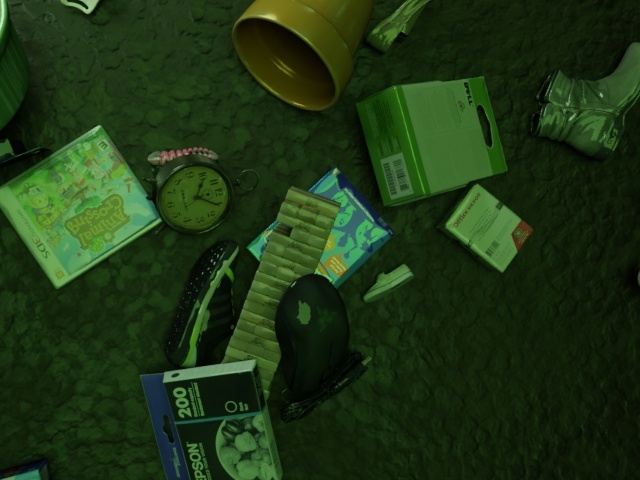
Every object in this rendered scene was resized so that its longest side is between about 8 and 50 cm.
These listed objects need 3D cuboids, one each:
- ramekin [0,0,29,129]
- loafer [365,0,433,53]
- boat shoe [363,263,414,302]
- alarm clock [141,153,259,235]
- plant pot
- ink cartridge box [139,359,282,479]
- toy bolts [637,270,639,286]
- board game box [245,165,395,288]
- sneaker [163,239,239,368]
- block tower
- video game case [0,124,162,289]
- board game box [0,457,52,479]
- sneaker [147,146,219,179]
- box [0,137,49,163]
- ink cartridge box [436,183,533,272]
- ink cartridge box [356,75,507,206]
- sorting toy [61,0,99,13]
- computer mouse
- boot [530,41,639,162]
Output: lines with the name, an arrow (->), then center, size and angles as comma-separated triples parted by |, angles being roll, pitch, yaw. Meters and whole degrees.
ramekin -> -0.593, -0.269, 1.206 | 0.303, 0.148, 0.304 | -1, 64, 2
loafer -> 0.146, -0.385, 1.420 | 0.148, 0.056, 0.050 | -39, 96, 3
boat shoe -> 0.115, 0.074, 1.419 | 0.100, 0.035, 0.035 | -31, 66, -4
alarm clock -> -0.194, -0.083, 1.340 | 0.191, 0.064, 0.130 | -14, 119, -13
plant pot -> -0.010, -0.353, 1.333 | 0.205, 0.205, 0.188 | 37, 69, -7
ink cartridge box -> -0.183, 0.307, 1.308 | 0.208, 0.045, 0.207 | -9, 103, 13
toy bolts -> 0.676, 0.005, 1.421 | 0.158, 0.218, 0.229 | 8, 81, -22
board game box -> 0.000, 0.000, 1.392 | 0.210, 0.047, 0.160 | -43, 96, -6
sneaker -> -0.182, 0.115, 1.360 | 0.097, 0.084, 0.235 | 27, 86, -32
block tower -> -0.069, 0.085, 1.316 | 0.097, 0.091, 0.336 | 20, 101, 1
video game case -> -0.403, -0.056, 1.342 | 0.212, 0.023, 0.193 | -34, 94, -8
board game box -> -0.588, 0.512, 1.277 | 0.346, 0.078, 0.234 | -14, 91, -9
sneaker -> -0.231, -0.125, 1.366 | 0.119, 0.047, 0.057 | -6, 112, -8
box -> -0.545, -0.118, 1.264 | 0.225, 0.136, 0.037 | -22, 100, -9
ink cartridge box -> 0.292, -0.022, 1.433 | 0.135, 0.056, 0.099 | 39, 83, -7
ink cartridge box -> 0.203, -0.178, 1.412 | 0.255, 0.097, 0.189 | -16, 92, -43
sorting toy -> -0.396, -0.421, 1.343 | 0.083, 0.045, 0.075 | 22, 93, -8
computer mouse -> 0.004, 0.173, 1.289 | 0.188, 0.072, 0.272 | -33, 133, -26
boot -> 0.491, -0.277, 1.460 | 0.161, 0.083, 0.247 | 25, 84, -2
